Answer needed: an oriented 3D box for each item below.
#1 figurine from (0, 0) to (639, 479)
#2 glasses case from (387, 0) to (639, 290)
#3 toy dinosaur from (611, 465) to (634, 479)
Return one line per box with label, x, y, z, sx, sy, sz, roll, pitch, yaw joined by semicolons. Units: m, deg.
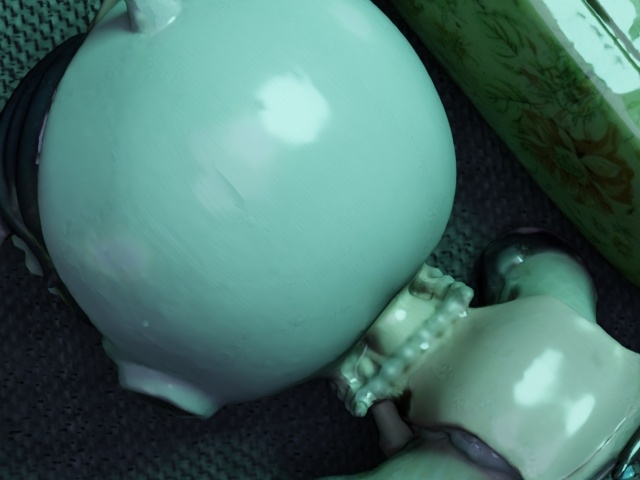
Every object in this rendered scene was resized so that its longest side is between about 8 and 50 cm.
figurine;0.005;-0.006;0.896;0.361;0.211;0.253;42;52;-4
glasses case;0.109;-0.133;0.937;0.098;0.156;0.425;-40;93;-15
toy dinosaur;0.170;0.106;0.971;0.197;0.080;0.045;-36;55;-16
